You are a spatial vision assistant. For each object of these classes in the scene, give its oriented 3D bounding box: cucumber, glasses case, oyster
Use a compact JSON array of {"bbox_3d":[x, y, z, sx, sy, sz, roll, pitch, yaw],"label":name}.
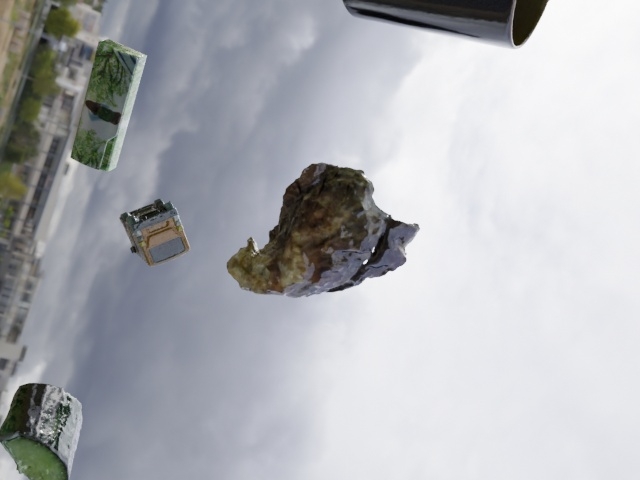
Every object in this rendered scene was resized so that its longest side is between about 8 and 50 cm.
[{"bbox_3d":[-0.356,0.256,0.941,0.062,0.116,0.115,-22,-149,4],"label":"cucumber"},{"bbox_3d":[-0.465,-0.290,1.562,0.062,0.095,0.272,-61,174,-66],"label":"glasses case"},{"bbox_3d":[-0.003,0.002,1.140,0.100,0.275,0.271,-21,135,-66],"label":"oyster"}]

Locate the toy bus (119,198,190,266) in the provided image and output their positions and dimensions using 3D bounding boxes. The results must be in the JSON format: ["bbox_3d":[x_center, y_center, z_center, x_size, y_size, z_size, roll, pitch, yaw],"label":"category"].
[{"bbox_3d":[-0.306,-0.014,1.322,0.182,0.091,0.103,16,-52,67],"label":"toy bus"}]

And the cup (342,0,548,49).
[{"bbox_3d":[0.153,-0.302,0.729,0.239,0.177,0.166,-47,150,-39],"label":"cup"}]
